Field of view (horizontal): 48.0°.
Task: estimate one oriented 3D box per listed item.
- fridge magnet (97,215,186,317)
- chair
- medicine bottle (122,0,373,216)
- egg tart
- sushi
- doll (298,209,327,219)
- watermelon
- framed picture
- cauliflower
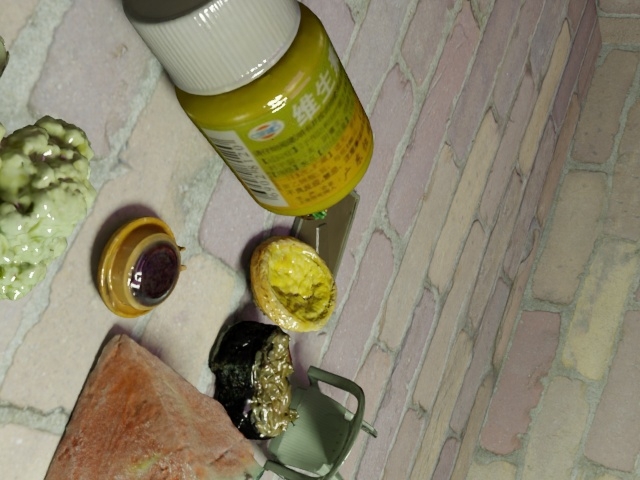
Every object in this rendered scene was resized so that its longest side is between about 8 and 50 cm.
[{"bbox_3d":[-0.242,0.038,0.978,0.143,0.063,0.143,-35,132,-51],"label":"fridge magnet"},{"bbox_3d":[0.008,0.364,1.338,0.203,0.190,0.275,-64,156,-19],"label":"chair"},{"bbox_3d":[-0.084,-0.221,0.986,0.224,0.224,0.384,-64,145,-21],"label":"medicine bottle"},{"bbox_3d":[-0.057,0.080,1.237,0.191,0.074,0.191,29,45,-34],"label":"egg tart"},{"bbox_3d":[-0.113,0.245,1.210,0.147,0.115,0.213,-26,123,-53],"label":"sushi"},{"bbox_3d":[-0.028,-0.087,1.295,0.078,0.076,0.113,17,54,-31],"label":"doll"},{"bbox_3d":[-0.247,0.309,0.957,0.293,0.283,0.250,54,36,-20],"label":"watermelon"},{"bbox_3d":[0.000,0.000,1.389,0.189,0.023,0.260,31,75,-57],"label":"framed picture"},{"bbox_3d":[-0.328,-0.067,0.618,0.281,0.260,0.327,-64,167,-13],"label":"cauliflower"}]
